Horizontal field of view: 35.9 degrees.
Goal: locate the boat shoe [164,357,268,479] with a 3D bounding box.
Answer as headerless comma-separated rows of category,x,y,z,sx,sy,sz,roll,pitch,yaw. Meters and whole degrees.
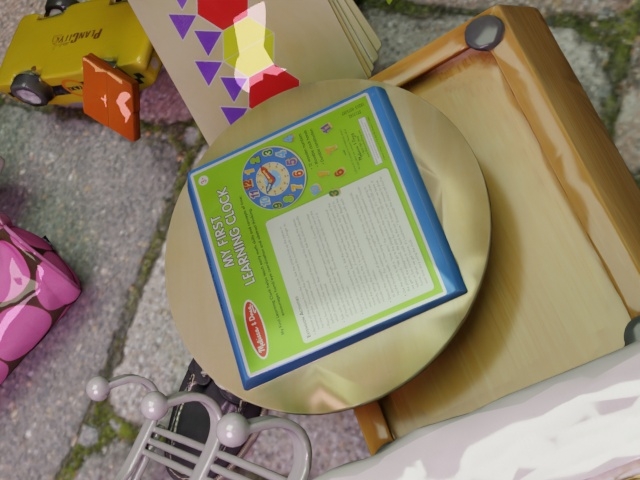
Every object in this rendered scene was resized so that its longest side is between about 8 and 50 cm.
boat shoe,-0.068,0.082,0.725,0.075,0.065,0.206,20,80,27

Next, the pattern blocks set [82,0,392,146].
pattern blocks set,-0.060,-0.171,0.739,0.285,0.026,0.325,-18,103,14

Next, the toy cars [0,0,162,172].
toy cars,-0.270,-0.094,0.886,0.393,0.087,0.176,-38,48,11

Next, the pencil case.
pencil case,-0.294,0.082,0.817,0.098,0.095,0.209,41,87,-3

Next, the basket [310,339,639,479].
basket,0.158,0.205,0.422,0.331,0.328,0.267,-27,64,12

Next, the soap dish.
soap dish,0.093,0.011,0.631,0.228,0.118,0.291,-28,68,15

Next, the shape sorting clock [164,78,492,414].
shape sorting clock,0.000,0.000,0.585,0.206,0.040,0.206,-7,68,17

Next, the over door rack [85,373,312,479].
over door rack,-0.135,0.244,0.589,0.239,0.108,0.324,-1,71,59
